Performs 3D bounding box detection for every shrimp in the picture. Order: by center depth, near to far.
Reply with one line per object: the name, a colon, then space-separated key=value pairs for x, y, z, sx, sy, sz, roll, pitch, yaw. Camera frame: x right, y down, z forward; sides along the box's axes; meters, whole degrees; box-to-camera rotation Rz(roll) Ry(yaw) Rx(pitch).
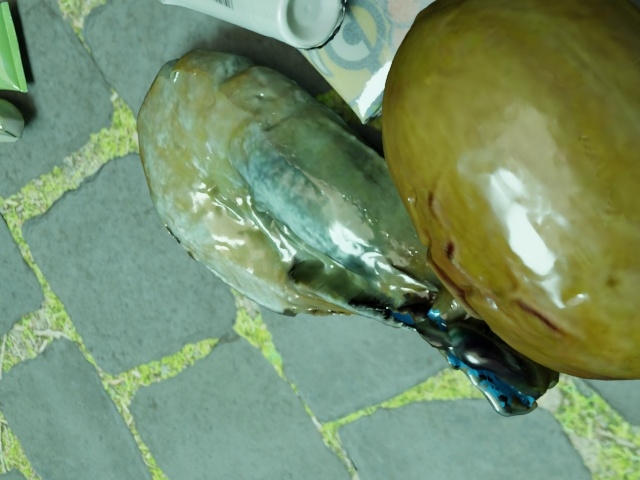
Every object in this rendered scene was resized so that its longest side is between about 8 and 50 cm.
shrimp: x=0.000 y=0.000 z=0.619 sx=0.446 sy=0.110 sz=0.221 roll=35 pitch=125 yaw=19

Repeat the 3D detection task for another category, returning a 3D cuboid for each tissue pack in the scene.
tissue pack: x=0.051 y=-0.180 z=0.552 sx=0.108 sy=0.060 sz=0.148 roll=48 pitch=123 yaw=6

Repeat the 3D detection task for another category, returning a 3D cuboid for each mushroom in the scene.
mushroom: x=-0.417 y=-0.134 z=0.816 sx=0.209 sy=0.084 sz=0.071 roll=0 pitch=74 yaw=27

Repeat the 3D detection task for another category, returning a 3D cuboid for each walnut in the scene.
walnut: x=0.155 y=-0.030 z=0.454 sx=0.203 sy=0.203 sz=0.298 roll=-40 pitch=78 yaw=32

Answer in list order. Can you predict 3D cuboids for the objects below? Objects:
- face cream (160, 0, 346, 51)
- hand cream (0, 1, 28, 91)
face cream: x=-0.073 y=-0.213 z=0.582 sx=0.244 sy=0.058 sz=0.092 roll=39 pitch=121 yaw=43
hand cream: x=-0.403 y=-0.206 z=0.807 sx=0.175 sy=0.046 sz=0.095 roll=-2 pitch=104 yaw=23
